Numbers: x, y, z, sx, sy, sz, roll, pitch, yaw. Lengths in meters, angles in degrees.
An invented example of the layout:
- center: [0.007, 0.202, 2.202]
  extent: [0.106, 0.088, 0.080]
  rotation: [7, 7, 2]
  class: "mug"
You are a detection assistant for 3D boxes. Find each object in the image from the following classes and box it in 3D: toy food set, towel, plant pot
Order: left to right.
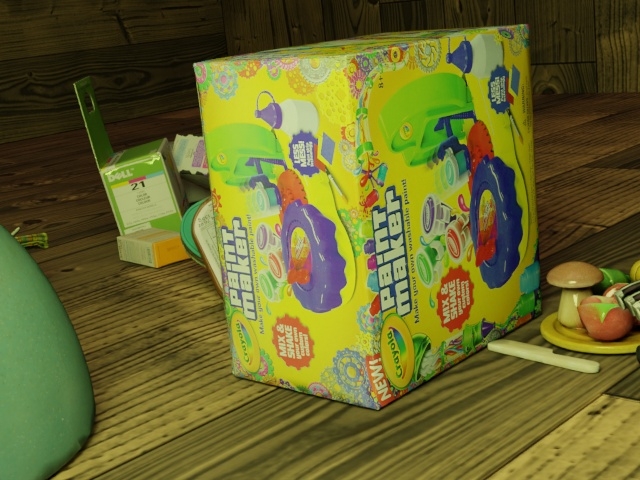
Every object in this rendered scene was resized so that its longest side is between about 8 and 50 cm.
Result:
- center: [-0.332, 0.065, 0.792]
  extent: [0.290, 0.195, 0.290]
  rotation: [-1, 20, 0]
  class: "plant pot"
- center: [-0.424, 0.019, 1.195]
  extent: [0.102, 0.021, 0.237]
  rotation: [-12, 2, 17]
  class: "towel"
- center: [0.271, 0.051, 0.937]
  extent: [0.218, 0.071, 0.128]
  rotation: [-15, 16, -32]
  class: "toy food set"

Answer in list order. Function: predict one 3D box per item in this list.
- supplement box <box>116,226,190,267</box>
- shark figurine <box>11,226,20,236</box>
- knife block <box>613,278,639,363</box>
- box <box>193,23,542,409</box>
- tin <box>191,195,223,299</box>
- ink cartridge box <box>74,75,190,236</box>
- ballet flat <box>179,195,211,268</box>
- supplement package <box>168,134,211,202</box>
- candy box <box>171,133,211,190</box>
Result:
- center: [-0.231, 0.010, 1.417]
  extent: [0.062, 0.036, 0.098]
  rotation: [-17, 17, -38]
  class: "supplement box"
- center: [-0.370, 0.081, 1.063]
  extent: [0.166, 0.116, 0.278]
  rotation: [-39, 3, 5]
  class: "shark figurine"
- center: [0.392, 0.052, 0.842]
  extent: [0.242, 0.088, 0.276]
  rotation: [5, 17, 36]
  class: "knife block"
- center: [0.056, -0.039, 0.941]
  extent: [0.177, 0.290, 0.279]
  rotation: [6, 19, 41]
  class: "box"
- center: [-0.083, 0.008, 1.145]
  extent: [0.106, 0.040, 0.189]
  rotation: [-35, 47, 3]
  class: "tin"
- center: [-0.281, -0.132, 1.541]
  extent: [0.097, 0.255, 0.189]
  rotation: [-16, 14, -1]
  class: "ink cartridge box"
- center: [0.000, 0.000, 1.224]
  extent: [0.349, 0.123, 0.123]
  rotation: [-1, 14, 24]
  class: "ballet flat"
- center: [-0.238, -0.131, 1.866]
  extent: [0.179, 0.105, 0.105]
  rotation: [-18, 17, -41]
  class: "supplement package"
- center: [-0.129, -0.113, 1.667]
  extent: [0.196, 0.070, 0.165]
  rotation: [8, -11, 45]
  class: "candy box"
